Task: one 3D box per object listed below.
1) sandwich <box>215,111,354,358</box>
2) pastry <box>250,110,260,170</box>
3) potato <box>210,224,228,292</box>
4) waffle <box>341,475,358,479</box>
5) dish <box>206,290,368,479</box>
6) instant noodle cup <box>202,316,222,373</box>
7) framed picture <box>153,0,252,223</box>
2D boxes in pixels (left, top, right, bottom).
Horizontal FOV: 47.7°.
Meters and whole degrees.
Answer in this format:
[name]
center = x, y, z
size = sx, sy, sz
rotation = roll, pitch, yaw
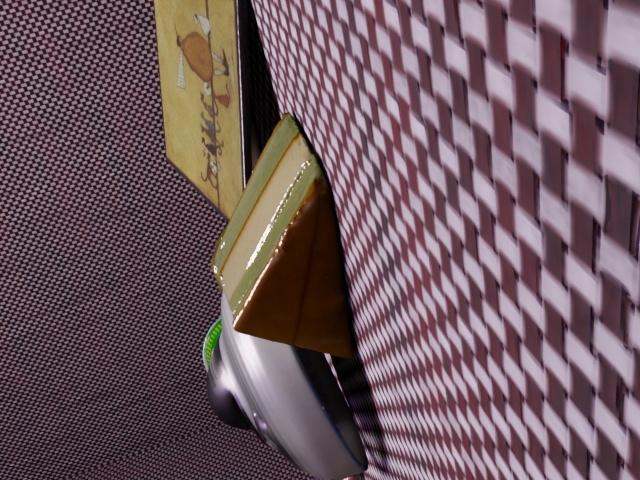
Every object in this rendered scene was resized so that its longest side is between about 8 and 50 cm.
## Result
[sandwich]
center = 0.000, 0.000, 0.672
size = 0.187, 0.144, 0.117
rotation = -59, 36, 29
[pastry]
center = -0.137, -0.157, 0.989
size = 0.156, 0.091, 0.157
rotation = 160, 90, -80
[potato]
center = -0.098, 0.037, 1.085
size = 0.150, 0.113, 0.251
rotation = 64, 180, 5
[waffle]
center = 0.005, 0.270, 1.084
size = 0.234, 0.055, 0.221
rotation = 75, 172, -52
[dish]
center = -0.063, 0.163, 0.828
size = 0.273, 0.133, 0.273
rotation = 61, -178, -3
[instant noodle cup]
center = -0.126, 0.254, 1.517
size = 0.232, 0.207, 0.207
rotation = -169, 61, -71
[framed picture]
center = -0.145, -0.172, 0.850
size = 0.338, 0.014, 0.256
rotation = -140, 45, -56
